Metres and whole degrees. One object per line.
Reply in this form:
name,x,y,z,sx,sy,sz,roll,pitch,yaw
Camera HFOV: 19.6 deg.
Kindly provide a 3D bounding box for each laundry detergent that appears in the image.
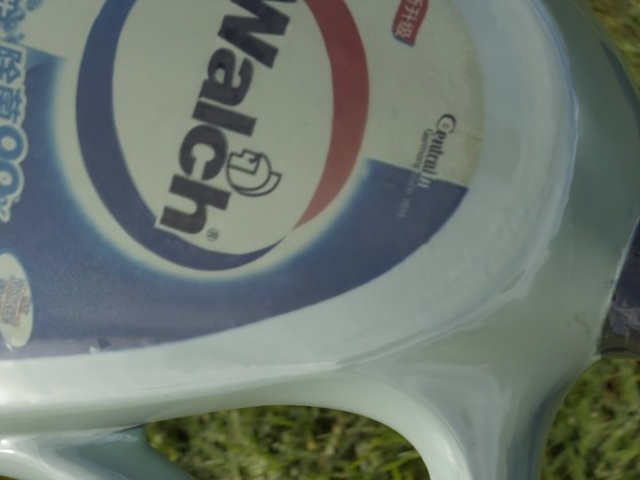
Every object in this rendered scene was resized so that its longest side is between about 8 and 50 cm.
laundry detergent,0.000,0.000,0.536,0.280,0.105,0.215,19,95,13

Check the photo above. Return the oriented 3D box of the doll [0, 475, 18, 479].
doll,-0.241,0.216,0.753,0.318,0.209,0.340,-12,108,-7
